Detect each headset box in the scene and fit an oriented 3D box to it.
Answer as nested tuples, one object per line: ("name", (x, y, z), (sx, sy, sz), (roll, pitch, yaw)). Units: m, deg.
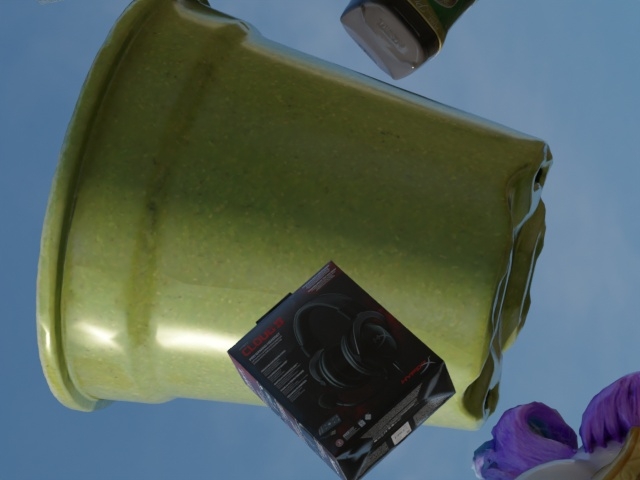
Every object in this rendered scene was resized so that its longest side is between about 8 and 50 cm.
("headset box", (0.006, 0.053, 0.767), (0.083, 0.062, 0.032), (43, 166, 32))

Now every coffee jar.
("coffee jar", (0.102, -0.239, 1.713), (0.096, 0.079, 0.184), (47, -121, -10))

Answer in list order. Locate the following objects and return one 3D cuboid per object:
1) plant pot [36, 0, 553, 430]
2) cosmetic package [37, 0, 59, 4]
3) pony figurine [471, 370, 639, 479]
("plant pot", (0.000, 0.000, 1.104), (0.276, 0.253, 0.276), (13, -90, -78))
("cosmetic package", (-0.132, -0.284, 1.296), (0.151, 0.151, 0.184), (-33, -68, -51))
("pony figurine", (0.254, 0.081, 0.663), (0.363, 0.351, 0.303), (30, -179, 6))
